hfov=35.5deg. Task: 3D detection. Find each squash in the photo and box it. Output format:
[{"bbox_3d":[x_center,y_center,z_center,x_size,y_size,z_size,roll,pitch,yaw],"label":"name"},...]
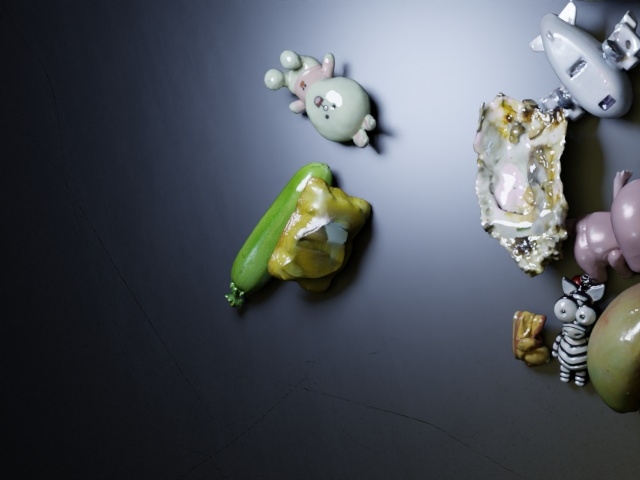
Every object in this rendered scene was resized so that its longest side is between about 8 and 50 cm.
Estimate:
[{"bbox_3d":[-0.095,-0.011,2.147,0.101,0.101,0.379,42,107,21],"label":"squash"}]

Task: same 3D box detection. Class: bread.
[{"bbox_3d":[0.000,0.000,2.070,0.160,0.088,0.233,24,104,-14],"label":"bread"}]

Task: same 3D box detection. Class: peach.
[{"bbox_3d":[0.609,0.198,1.716,0.292,0.247,0.292,-15,68,42],"label":"peach"}]

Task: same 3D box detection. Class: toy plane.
[{"bbox_3d":[0.495,-0.330,1.865,0.244,0.117,0.245,10,106,36],"label":"toy plane"}]

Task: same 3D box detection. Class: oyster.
[{"bbox_3d":[0.387,-0.105,1.901,0.201,0.107,0.355,-4,80,36],"label":"oyster"}]

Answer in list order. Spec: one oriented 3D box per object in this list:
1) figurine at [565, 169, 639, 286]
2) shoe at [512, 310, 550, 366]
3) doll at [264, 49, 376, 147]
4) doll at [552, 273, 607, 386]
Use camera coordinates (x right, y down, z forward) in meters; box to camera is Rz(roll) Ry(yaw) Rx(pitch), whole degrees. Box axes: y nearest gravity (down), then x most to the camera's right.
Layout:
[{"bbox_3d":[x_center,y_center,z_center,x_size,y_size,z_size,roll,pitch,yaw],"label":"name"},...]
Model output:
[{"bbox_3d":[0.558,-0.009,1.818,0.287,0.186,0.176,-30,35,42],"label":"figurine"},{"bbox_3d":[0.402,0.189,1.908,0.069,0.072,0.109,-2,87,31],"label":"shoe"},{"bbox_3d":[0.017,-0.302,2.102,0.275,0.113,0.155,38,113,15],"label":"doll"},{"bbox_3d":[0.477,0.167,1.854,0.091,0.067,0.220,13,112,33],"label":"doll"}]
